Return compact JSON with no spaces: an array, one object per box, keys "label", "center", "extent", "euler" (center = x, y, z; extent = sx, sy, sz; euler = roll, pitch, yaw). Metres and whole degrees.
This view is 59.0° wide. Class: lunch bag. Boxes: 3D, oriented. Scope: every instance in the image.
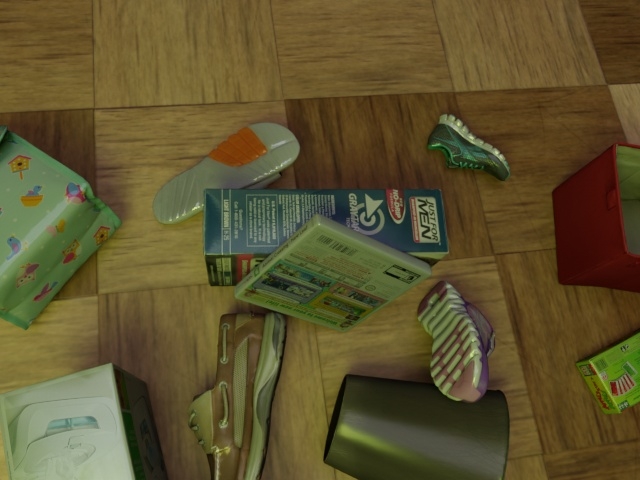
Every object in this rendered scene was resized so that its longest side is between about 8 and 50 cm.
[{"label":"lunch bag","center":[-0.472,-0.039,0.827],"extent":[0.262,0.160,0.223],"euler":[34,73,16]}]

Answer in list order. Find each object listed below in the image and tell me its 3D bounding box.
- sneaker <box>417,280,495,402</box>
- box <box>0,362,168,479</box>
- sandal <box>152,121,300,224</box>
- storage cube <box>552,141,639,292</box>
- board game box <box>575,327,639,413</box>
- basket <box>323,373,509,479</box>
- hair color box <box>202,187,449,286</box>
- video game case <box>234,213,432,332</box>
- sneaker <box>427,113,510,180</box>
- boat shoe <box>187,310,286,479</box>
[{"label":"sneaker","center":[0.221,0.155,0.849],"extent":[0.104,0.236,0.095],"euler":[32,113,-14]},{"label":"box","center":[-0.267,0.291,0.685],"extent":[0.127,0.262,0.231],"euler":[-15,73,-13]},{"label":"sandal","center":[-0.153,-0.103,0.943],"extent":[0.265,0.076,0.102],"euler":[-28,67,5]},{"label":"storage cube","center":[0.523,-0.026,0.944],"extent":[0.184,0.193,0.215],"euler":[6,71,-6]},{"label":"board game box","center":[0.530,0.206,0.944],"extent":[0.181,0.043,0.092],"euler":[-23,76,-14]},{"label":"basket","center":[0.129,0.282,0.808],"extent":[0.227,0.154,0.204],"euler":[17,68,1]},{"label":"hair color box","center":[0.000,0.000,0.869],"extent":[0.347,0.174,0.105],"euler":[-1,72,-8]},{"label":"video game case","center":[0.018,0.057,0.805],"extent":[0.212,0.193,0.023],"euler":[23,43,-33]},{"label":"sneaker","center":[0.265,-0.153,1.029],"extent":[0.166,0.065,0.076],"euler":[40,87,10]},{"label":"boat shoe","center":[-0.127,0.253,0.802],"extent":[0.116,0.123,0.324],"euler":[10,61,-1]}]
